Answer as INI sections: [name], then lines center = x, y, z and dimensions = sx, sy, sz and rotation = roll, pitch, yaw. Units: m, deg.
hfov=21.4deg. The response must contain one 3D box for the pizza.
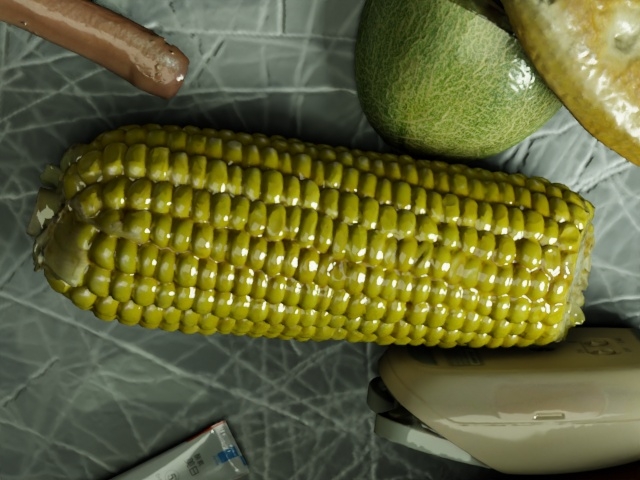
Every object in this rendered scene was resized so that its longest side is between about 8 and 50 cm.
[pizza]
center = 0.228, -0.110, 1.118
dimensions = 0.271, 0.056, 0.134
rotation = 14, 75, -30

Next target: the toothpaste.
[toothpaste]
center = -0.147, 0.190, 1.251
dimensions = 0.190, 0.031, 0.048
rotation = -24, 107, 2

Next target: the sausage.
[sausage]
center = -0.175, -0.145, 1.121
dimensions = 0.186, 0.043, 0.043
rotation = 23, 107, -12

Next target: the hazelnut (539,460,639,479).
[hazelnut]
center = 0.226, 0.298, 1.145
dimensions = 0.372, 0.372, 0.315
rotation = -38, 80, 10

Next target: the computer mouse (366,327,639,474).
[computer mouse]
center = 0.151, 0.111, 1.177
dimensions = 0.237, 0.145, 0.082
rotation = -3, 103, -4

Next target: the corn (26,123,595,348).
[corn]
center = 0.000, 0.000, 1.132
dimensions = 0.387, 0.144, 0.144
rotation = 5, 109, -4

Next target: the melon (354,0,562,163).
[melon]
center = 0.093, -0.103, 1.131
dimensions = 0.160, 0.079, 0.128
rotation = 26, 105, -12
